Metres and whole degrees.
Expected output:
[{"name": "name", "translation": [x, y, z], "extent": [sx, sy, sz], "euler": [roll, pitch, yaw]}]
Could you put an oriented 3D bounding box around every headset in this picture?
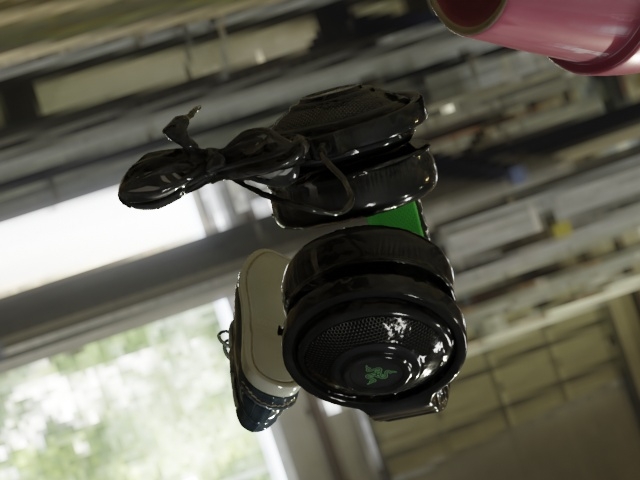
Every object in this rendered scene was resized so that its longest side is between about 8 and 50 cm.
[{"name": "headset", "translation": [0.000, 0.000, 1.313], "extent": [0.185, 0.243, 0.394], "euler": [-13, 162, 10]}]

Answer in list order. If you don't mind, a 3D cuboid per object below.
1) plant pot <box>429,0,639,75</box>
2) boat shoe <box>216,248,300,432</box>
[{"name": "plant pot", "translation": [0.194, -0.236, 1.540], "extent": [0.180, 0.201, 0.201], "euler": [-6, 173, -32]}, {"name": "boat shoe", "translation": [-0.055, 0.102, 1.920], "extent": [0.095, 0.079, 0.254], "euler": [18, -149, -16]}]
